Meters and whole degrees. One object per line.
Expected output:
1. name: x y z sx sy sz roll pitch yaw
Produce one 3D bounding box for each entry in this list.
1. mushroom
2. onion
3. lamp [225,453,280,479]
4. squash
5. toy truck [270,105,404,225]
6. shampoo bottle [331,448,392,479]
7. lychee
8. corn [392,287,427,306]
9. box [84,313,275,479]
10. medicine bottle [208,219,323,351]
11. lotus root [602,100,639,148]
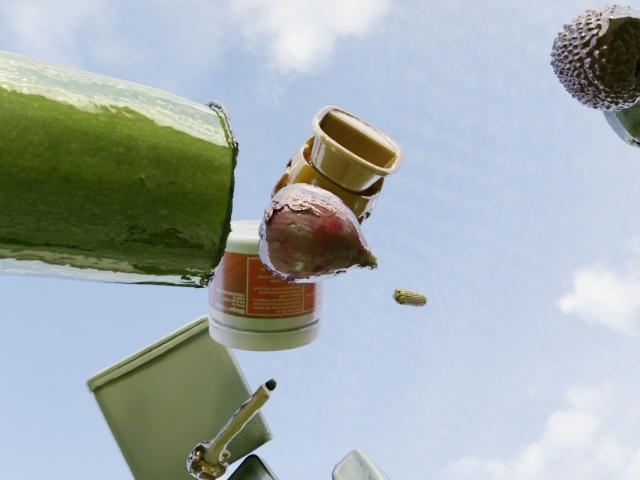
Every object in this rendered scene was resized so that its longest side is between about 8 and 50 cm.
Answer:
1. mushroom: -0.127 0.287 0.867 0.061 0.060 0.187 42 -87 10
2. onion: 0.000 0.000 0.885 0.194 0.159 0.160 17 -74 6
3. lamp: -0.174 0.647 1.274 0.269 0.266 0.047 -46 -53 -11
4. squash: -0.315 -0.082 0.695 0.384 0.263 0.263 7 -72 -26
5. toy truck: 0.035 -0.133 1.167 0.204 0.288 0.212 32 -65 -1
6. shampoo bottle: 0.140 0.436 0.853 0.071 0.153 0.284 -46 -74 -10
7. lychee: 0.346 -0.224 0.701 0.123 0.129 0.123 -12 -44 -12
8. corn: 0.146 0.094 0.948 0.083 0.028 0.027 16 -78 -46
9. box: -0.335 0.418 1.425 0.351 0.177 0.344 -28 -103 -13
10. medicine bottle: -0.118 0.088 1.256 0.252 0.252 0.241 0 -81 -11
11. lotus root: 0.597 -0.245 1.108 0.088 0.088 0.165 -42 -97 5
